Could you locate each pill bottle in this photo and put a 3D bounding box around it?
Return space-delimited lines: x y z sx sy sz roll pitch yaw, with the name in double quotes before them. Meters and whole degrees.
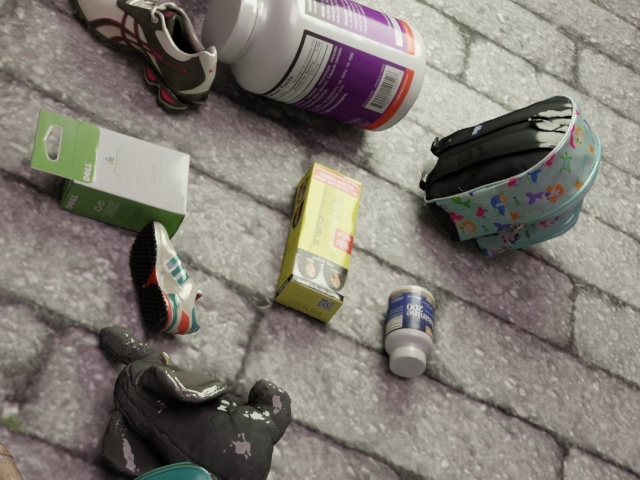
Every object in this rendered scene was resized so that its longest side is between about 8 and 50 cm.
"pill bottle" 0.124 0.127 1.591 0.067 0.067 0.120 23 46 -17
"pill bottle" -0.010 -0.289 1.738 0.323 0.181 0.181 15 49 -30

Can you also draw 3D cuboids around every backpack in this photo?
"backpack" 0.310 -0.104 1.771 0.191 0.253 0.225 48 40 -20

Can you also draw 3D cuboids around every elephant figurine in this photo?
"elephant figurine" -0.168 0.199 1.288 0.239 0.186 0.169 29 66 -6

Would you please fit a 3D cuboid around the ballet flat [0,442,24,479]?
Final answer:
"ballet flat" -0.398 0.305 1.082 0.106 0.107 0.316 52 46 2

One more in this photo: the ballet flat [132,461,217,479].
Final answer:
"ballet flat" -0.213 0.316 1.171 0.247 0.087 0.083 -34 68 -21

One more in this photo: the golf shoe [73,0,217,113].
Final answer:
"golf shoe" -0.249 -0.316 1.665 0.273 0.120 0.105 45 46 8

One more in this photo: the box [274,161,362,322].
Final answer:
"box" 0.000 0.000 1.617 0.087 0.058 0.232 25 46 -14

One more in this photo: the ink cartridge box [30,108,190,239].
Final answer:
"ink cartridge box" -0.279 -0.085 1.498 0.209 0.062 0.109 17 48 -21

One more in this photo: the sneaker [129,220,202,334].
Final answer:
"sneaker" -0.193 0.052 1.461 0.075 0.057 0.161 19 44 -43
